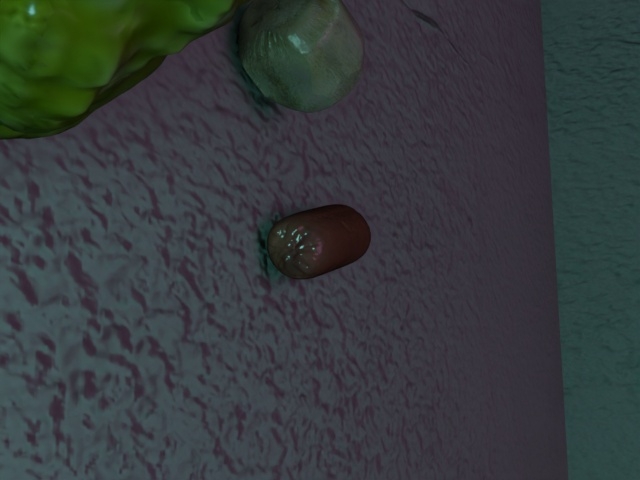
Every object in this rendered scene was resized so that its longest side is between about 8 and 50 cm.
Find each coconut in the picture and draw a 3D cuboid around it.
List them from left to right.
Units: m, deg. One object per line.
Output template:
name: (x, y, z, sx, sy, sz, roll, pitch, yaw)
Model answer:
coconut: (-0.015, -0.168, 0.954, 0.124, 0.110, 0.110, 54, 37, -47)

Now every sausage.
sausage: (0.000, 0.000, 0.988, 0.154, 0.062, 0.062, -18, 101, -68)

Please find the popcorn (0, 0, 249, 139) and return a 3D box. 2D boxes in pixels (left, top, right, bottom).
popcorn: (-0.144, -0.162, 0.469, 0.174, 0.286, 0.225, -34, 103, -23)
